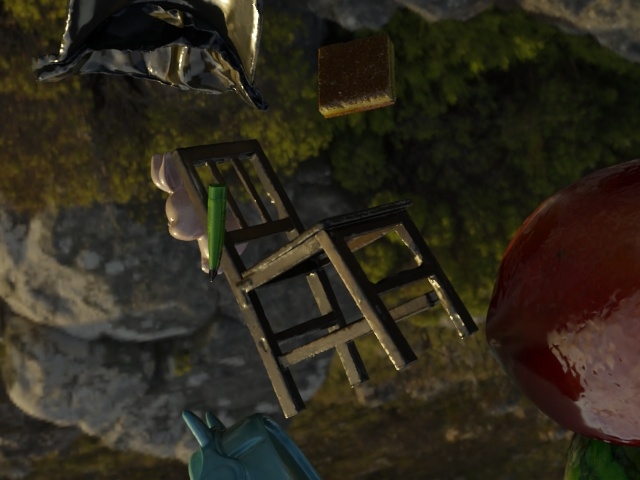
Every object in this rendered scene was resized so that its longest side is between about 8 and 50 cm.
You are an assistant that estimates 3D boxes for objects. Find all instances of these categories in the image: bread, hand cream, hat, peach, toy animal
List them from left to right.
[{"bbox_3d":[-0.233,-0.349,1.514,0.366,0.257,0.381,9,127,-13],"label":"hat"},{"bbox_3d":[-0.218,-0.045,1.680,0.212,0.124,0.124,41,122,-11],"label":"toy animal"},{"bbox_3d":[-0.132,-0.011,1.278,0.023,0.036,0.122,5,105,2],"label":"hand cream"},{"bbox_3d":[0.044,-0.203,1.255,0.094,0.090,0.035,-9,158,21],"label":"bread"},{"bbox_3d":[0.318,0.048,0.924,0.281,0.281,0.338,10,154,-33],"label":"peach"}]

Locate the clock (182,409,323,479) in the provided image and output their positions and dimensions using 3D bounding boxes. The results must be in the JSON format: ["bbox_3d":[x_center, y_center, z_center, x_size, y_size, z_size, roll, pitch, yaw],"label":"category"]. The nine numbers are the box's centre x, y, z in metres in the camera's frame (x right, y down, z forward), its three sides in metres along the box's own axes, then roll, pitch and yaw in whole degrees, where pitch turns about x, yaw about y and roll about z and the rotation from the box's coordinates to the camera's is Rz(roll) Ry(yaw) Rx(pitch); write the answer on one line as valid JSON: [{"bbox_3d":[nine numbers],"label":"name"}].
[{"bbox_3d":[-0.038,0.274,1.011,0.094,0.274,0.223,-35,169,-1],"label":"clock"}]

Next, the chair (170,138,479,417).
[{"bbox_3d":[0.000,0.000,1.427,0.240,0.416,0.203,-31,170,40],"label":"chair"}]

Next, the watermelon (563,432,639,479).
[{"bbox_3d":[0.444,0.314,1.146,0.363,0.363,0.363,-12,145,-8],"label":"watermelon"}]
